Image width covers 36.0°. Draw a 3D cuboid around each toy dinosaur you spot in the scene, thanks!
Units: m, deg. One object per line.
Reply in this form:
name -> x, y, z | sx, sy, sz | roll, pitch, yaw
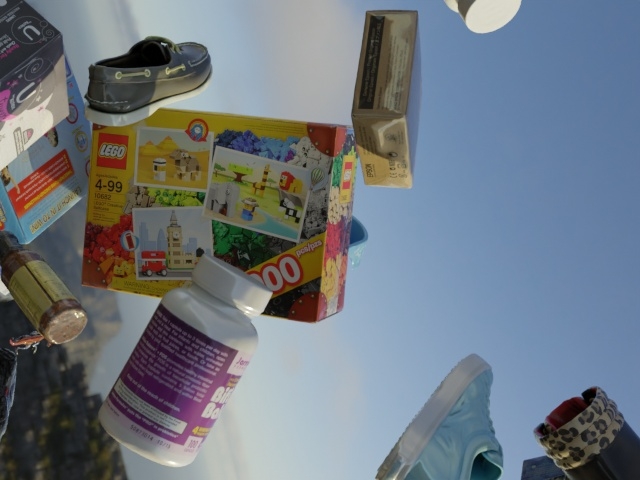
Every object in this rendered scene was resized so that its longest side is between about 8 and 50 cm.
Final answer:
toy dinosaur -> -0.633, 0.225, 2.169 | 0.090, 0.082, 0.047 | 162, -87, -81

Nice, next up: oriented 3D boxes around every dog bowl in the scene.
dog bowl -> 0.000, 0.000, 2.183 | 0.166, 0.297, 0.074 | 41, -61, 18

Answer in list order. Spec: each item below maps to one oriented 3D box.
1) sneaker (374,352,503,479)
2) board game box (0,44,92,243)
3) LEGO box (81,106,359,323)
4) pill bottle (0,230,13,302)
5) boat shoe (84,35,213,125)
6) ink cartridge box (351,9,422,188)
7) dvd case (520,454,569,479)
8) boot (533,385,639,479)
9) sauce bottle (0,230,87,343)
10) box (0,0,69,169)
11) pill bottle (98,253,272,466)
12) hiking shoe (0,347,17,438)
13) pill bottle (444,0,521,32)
sneaker -> 0.209, 0.300, 1.472 | 0.150, 0.366, 0.135 | 37, -57, 11
board game box -> -0.574, -0.196, 1.939 | 0.308, 0.086, 0.302 | -54, 137, -53
LEGO box -> -0.193, -0.066, 1.935 | 0.193, 0.500, 0.372 | -15, 111, -71
pill bottle -> -0.581, 0.039, 1.698 | 0.219, 0.123, 0.123 | 90, -16, -74
boat shoe -> -0.263, -0.271, 1.564 | 0.305, 0.109, 0.091 | -44, 145, -53
ink cartridge box -> 0.111, -0.220, 1.570 | 0.235, 0.088, 0.193 | 73, 22, -64
dvd case -> 0.416, 0.448, 1.662 | 0.022, 0.180, 0.253 | 58, 30, -21
boot -> 0.445, 0.352, 1.436 | 0.284, 0.138, 0.377 | 52, 12, 9
sauce bottle -> -0.241, 0.035, 0.827 | 0.128, 0.042, 0.042 | 43, -27, 37
box -> -0.495, -0.247, 1.517 | 0.142, 0.163, 0.247 | 40, -25, 7
pill bottle -> -0.199, 0.179, 1.514 | 0.301, 0.169, 0.169 | -60, -167, 1
hiking shoe -> -0.555, 0.298, 1.653 | 0.114, 0.086, 0.227 | 100, -1, -49
pill bottle -> 0.248, -0.465, 1.673 | 0.121, 0.121, 0.221 | 89, -18, -56
